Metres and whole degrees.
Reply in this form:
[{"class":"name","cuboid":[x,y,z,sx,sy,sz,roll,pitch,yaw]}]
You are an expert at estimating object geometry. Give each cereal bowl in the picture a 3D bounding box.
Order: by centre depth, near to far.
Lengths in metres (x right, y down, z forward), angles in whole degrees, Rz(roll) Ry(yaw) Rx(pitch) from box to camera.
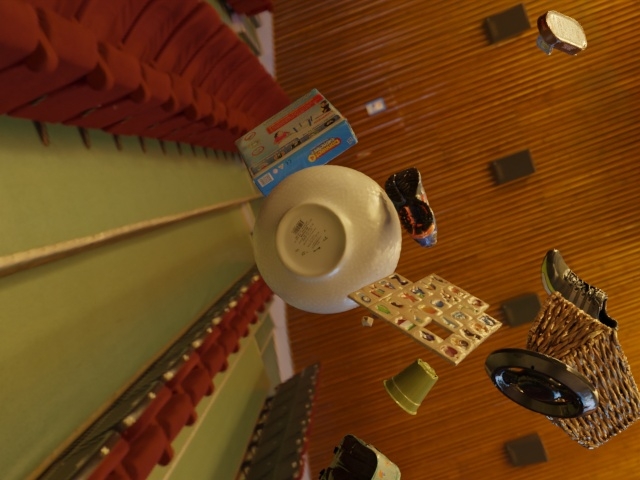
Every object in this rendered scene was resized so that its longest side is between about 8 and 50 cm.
[{"class":"cereal bowl","cuboid":[0.000,0.000,1.340,0.338,0.339,0.141,70,16,4]}]

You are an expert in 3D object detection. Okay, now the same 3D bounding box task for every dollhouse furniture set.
[{"class":"dollhouse furniture set","cuboid":[0.172,0.181,1.468,0.081,0.114,0.091,54,50,-47]}]

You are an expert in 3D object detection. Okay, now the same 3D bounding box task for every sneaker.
[{"class":"sneaker","cuboid":[0.193,-0.069,1.295,0.087,0.083,0.221,58,18,-44]},{"class":"sneaker","cuboid":[0.723,0.146,1.710,0.111,0.121,0.300,-43,103,-38]}]

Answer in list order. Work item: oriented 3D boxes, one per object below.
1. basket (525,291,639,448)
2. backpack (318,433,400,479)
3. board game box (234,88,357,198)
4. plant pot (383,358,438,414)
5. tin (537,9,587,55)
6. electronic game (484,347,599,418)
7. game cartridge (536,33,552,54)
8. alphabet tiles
[{"class":"basket","cuboid":[0.591,0.318,1.475,0.299,0.213,0.223,58,-3,-25]},{"class":"backpack","cuboid":[0.100,0.567,1.440,0.144,0.166,0.188,40,-17,-12]},{"class":"board game box","cuboid":[-0.082,-0.291,1.809,0.086,0.308,0.302,56,3,-33]},{"class":"plant pot","cuboid":[0.173,0.263,1.133,0.083,0.079,0.083,41,11,-10]},{"class":"tin","cuboid":[0.698,-0.598,1.767,0.040,0.190,0.106,-33,-120,51]},{"class":"electronic game","cuboid":[0.450,0.294,1.262,0.048,0.229,0.229,-56,142,-29]},{"class":"game cartridge","cuboid":[0.684,-0.601,1.870,0.056,0.017,0.083,50,4,16]},{"class":"alphabet tiles","cuboid":[0.185,0.111,1.014,0.198,0.009,0.237,31,26,27]}]
